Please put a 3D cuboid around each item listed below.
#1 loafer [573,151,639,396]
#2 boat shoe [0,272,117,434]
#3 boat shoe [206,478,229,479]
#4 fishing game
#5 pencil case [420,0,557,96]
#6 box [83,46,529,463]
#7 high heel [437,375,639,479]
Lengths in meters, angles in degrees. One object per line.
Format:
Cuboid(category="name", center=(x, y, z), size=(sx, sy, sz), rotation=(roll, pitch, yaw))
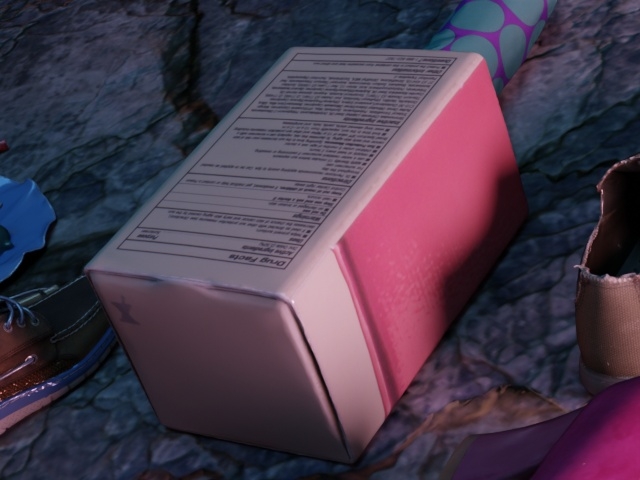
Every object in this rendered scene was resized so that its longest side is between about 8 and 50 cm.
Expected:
Cuboid(category="loafer", center=(0.209, -0.018, 0.971), size=(0.094, 0.087, 0.251), rotation=(2, 40, 31))
Cuboid(category="boat shoe", center=(-0.196, 0.071, 1.089), size=(0.066, 0.066, 0.183), rotation=(18, 50, 42))
Cuboid(category="boat shoe", center=(-0.175, 0.268, 0.702), size=(0.156, 0.187, 0.500), rotation=(9, 39, 45))
Cuboid(category="fishing game", center=(-0.288, -0.001, 1.270), size=(0.189, 0.041, 0.264), rotation=(-20, 33, -4))
Cuboid(category="pencil case", center=(0.110, -0.141, 1.225), size=(0.070, 0.064, 0.152), rotation=(17, 46, 22))
Cuboid(category="box", center=(0.000, 0.000, 1.027), size=(0.148, 0.127, 0.232), rotation=(7, 43, 35))
Cuboid(category="high heel", center=(0.105, 0.177, 0.705), size=(0.181, 0.127, 0.377), rotation=(-15, 29, 28))
